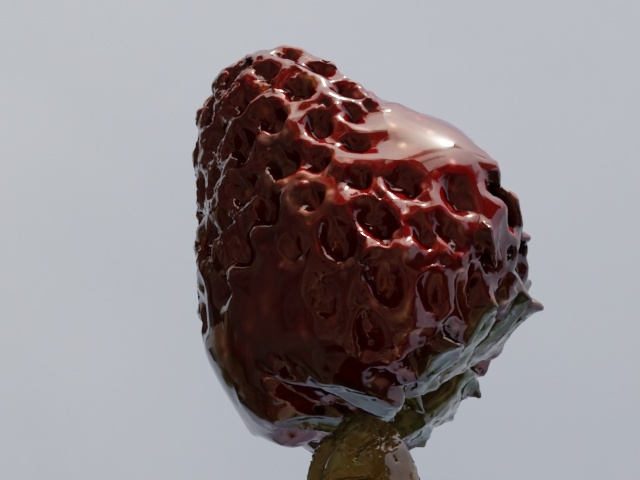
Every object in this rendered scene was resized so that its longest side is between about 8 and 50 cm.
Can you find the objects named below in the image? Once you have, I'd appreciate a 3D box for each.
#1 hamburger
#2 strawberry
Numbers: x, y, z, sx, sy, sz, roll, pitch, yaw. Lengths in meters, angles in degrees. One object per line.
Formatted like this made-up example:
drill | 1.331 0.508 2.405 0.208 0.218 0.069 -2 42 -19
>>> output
hamburger | 0.028 0.222 1.096 0.087 0.102 0.176 1 -81 29
strawberry | 0.000 0.000 1.259 0.295 0.317 0.345 -40 -109 -2
